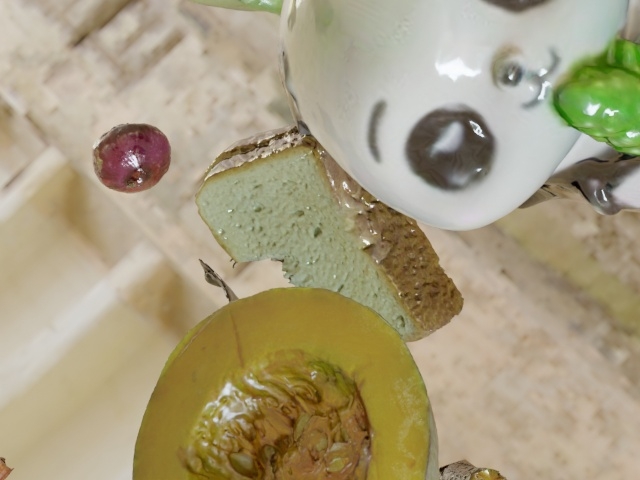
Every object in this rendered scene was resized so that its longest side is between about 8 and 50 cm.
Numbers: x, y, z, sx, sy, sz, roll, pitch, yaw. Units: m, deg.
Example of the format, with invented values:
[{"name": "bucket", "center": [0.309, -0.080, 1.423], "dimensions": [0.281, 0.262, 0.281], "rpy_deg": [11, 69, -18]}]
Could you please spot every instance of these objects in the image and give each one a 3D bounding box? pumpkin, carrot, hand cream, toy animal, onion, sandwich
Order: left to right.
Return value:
[{"name": "onion", "center": [-0.248, -0.107, 2.218], "dimensions": [0.107, 0.107, 0.097], "rpy_deg": [52, -165, -54]}, {"name": "hand cream", "center": [-0.108, 0.093, 2.110], "dimensions": [0.163, 0.039, 0.062], "rpy_deg": [63, -173, 30]}, {"name": "pumpkin", "center": [-0.007, 0.149, 1.102], "dimensions": [0.217, 0.217, 0.110], "rpy_deg": [41, -179, 40]}, {"name": "sandwich", "center": [0.003, -0.003, 1.949], "dimensions": [0.254, 0.099, 0.288], "rpy_deg": [-21, 108, 47]}, {"name": "carrot", "center": [0.170, 0.284, 1.911], "dimensions": [0.069, 0.069, 0.228], "rpy_deg": [45, 172, 1]}, {"name": "toy animal", "center": [0.115, -0.107, 0.915], "dimensions": [0.267, 0.212, 0.212], "rpy_deg": [-1, -148, -43]}]

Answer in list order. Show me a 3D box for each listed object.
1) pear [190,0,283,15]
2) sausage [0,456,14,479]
[{"name": "pear", "center": [-0.100, -0.410, 1.951], "dimensions": [0.176, 0.286, 0.282], "rpy_deg": [34, -172, 41]}, {"name": "sausage", "center": [-0.340, 0.249, 1.233], "dimensions": [0.074, 0.274, 0.074], "rpy_deg": [37, 167, 10]}]
